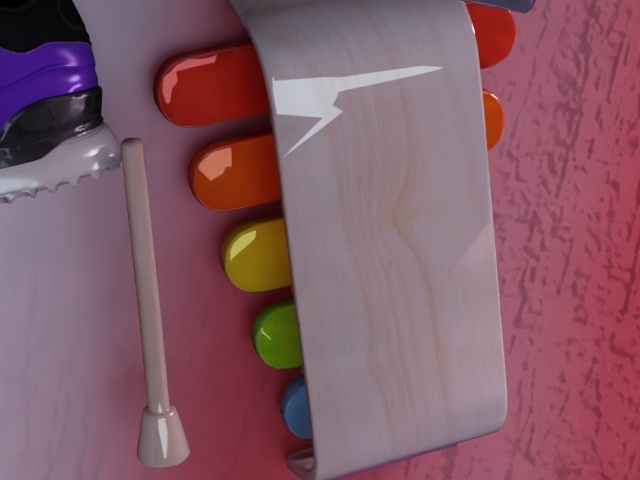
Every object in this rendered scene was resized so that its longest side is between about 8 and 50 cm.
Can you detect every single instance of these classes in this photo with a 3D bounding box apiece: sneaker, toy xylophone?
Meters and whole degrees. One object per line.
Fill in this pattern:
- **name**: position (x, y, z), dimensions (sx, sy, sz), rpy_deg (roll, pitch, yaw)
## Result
- **sneaker**: position (-0.235, -0.073, 0.870), dimensions (0.293, 0.102, 0.146), rpy_deg (-18, 108, -38)
- **toy xylophone**: position (0.000, 0.000, 1.014), dimensions (0.236, 0.081, 0.322), rpy_deg (-6, 112, -18)

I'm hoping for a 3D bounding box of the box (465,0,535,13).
- **box**: position (0.003, -0.226, 0.874), dimensions (0.247, 0.142, 0.163), rpy_deg (8, 123, -23)
